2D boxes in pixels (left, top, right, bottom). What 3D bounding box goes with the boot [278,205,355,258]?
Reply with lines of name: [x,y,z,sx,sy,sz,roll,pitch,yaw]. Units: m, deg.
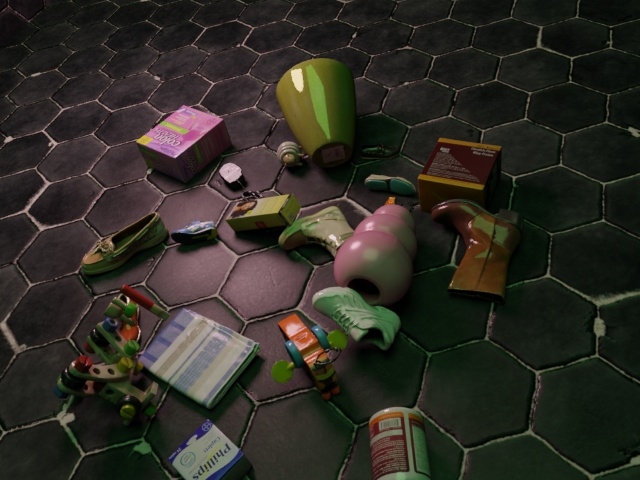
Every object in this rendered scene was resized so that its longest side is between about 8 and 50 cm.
boot: [0.000,0.000,1.824,0.213,0.077,0.165,-27,49,-12]

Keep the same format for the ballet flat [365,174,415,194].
ballet flat: [0.220,-0.181,1.957,0.168,0.057,0.052,12,41,23]

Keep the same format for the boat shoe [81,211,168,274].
boat shoe: [-0.618,0.005,1.959,0.285,0.089,0.104,-32,48,-16]

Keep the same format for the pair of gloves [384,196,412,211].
pair of gloves: [0.234,-0.103,1.909,0.083,0.010,0.074,11,50,22]

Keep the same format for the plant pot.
plant pot: [0.011,-0.400,2.099,0.274,0.275,0.294,-14,60,1]

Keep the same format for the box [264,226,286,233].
box: [-0.145,-0.061,1.955,0.067,0.018,0.083,-14,45,1]

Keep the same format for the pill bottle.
pill bottle: [0.165,0.468,1.298,0.121,0.121,0.221,-7,46,7]

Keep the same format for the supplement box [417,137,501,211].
supplement box: [0.412,-0.182,1.856,0.191,0.129,0.194,13,52,25]

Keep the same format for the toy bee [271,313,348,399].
toy bee: [-0.022,0.298,1.512,0.195,0.162,0.298,-19,20,6]

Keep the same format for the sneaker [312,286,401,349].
sneaker: [0.084,0.194,1.545,0.232,0.090,0.115,21,35,3]

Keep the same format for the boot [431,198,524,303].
boot: [0.395,0.031,1.711,0.264,0.096,0.280,16,60,17]

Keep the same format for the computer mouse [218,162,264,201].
computer mouse: [-0.260,-0.181,2.093,0.071,0.041,0.242,-38,56,-10]

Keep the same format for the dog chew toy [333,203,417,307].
dog chew toy: [0.165,0.025,1.680,0.206,0.207,0.332,8,42,21]

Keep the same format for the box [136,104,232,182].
box: [-0.483,-0.347,2.245,0.213,0.117,0.243,24,57,32]

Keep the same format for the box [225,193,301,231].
box: [-0.175,-0.082,1.905,0.232,0.058,0.087,-6,42,36]

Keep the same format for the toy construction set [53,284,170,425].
toy construction set: [-0.477,0.301,1.567,0.309,0.237,0.257,-57,12,-8]

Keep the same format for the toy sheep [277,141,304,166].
toy sheep: [-0.103,-0.292,2.125,0.091,0.091,0.132,-15,31,0]

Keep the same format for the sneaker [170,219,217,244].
sneaker: [-0.393,-0.028,1.964,0.144,0.053,0.059,-8,46,-5]

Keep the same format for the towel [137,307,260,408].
towel: [-0.319,0.300,1.644,0.285,0.034,0.209,20,57,32]

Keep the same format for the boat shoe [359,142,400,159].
boat shoe: [0.195,-0.296,2.083,0.133,0.042,0.049,0,45,12]

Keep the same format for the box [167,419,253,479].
box: [-0.246,0.496,1.408,0.137,0.072,0.126,30,61,34]

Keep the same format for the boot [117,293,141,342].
boot: [-0.536,0.220,1.738,0.059,0.085,0.158,-15,47,-3]
